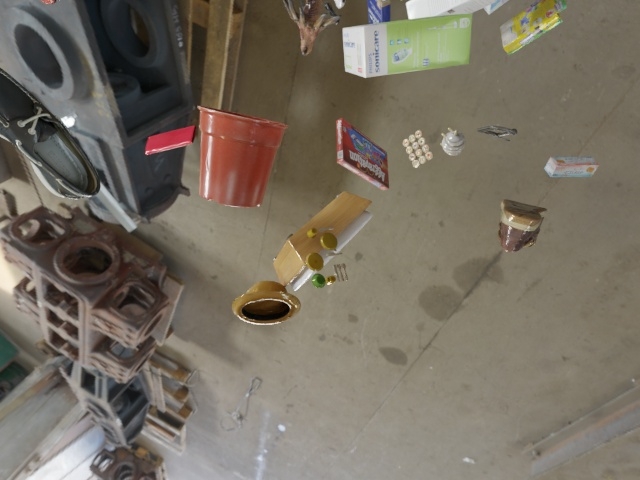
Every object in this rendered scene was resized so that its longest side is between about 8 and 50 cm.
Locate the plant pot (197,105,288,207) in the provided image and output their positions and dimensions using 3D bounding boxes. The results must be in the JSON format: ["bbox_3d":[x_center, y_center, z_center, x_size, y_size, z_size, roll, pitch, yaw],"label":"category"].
[{"bbox_3d":[-0.257,-0.254,1.262,0.273,0.272,0.264,17,107,15],"label":"plant pot"}]

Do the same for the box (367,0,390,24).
[{"bbox_3d":[0.209,-0.783,1.448,0.037,0.136,0.225,-22,153,1],"label":"box"}]

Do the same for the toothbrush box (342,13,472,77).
[{"bbox_3d":[0.222,-0.522,1.085,0.284,0.206,0.122,-10,118,-8],"label":"toothbrush box"}]

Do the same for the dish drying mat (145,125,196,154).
[{"bbox_3d":[-0.215,-0.144,0.584,0.084,0.032,0.008,-7,152,20],"label":"dish drying mat"}]

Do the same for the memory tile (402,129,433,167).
[{"bbox_3d":[0.446,-0.419,1.866,0.113,0.012,0.147,-29,83,44],"label":"memory tile"}]

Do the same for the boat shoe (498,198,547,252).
[{"bbox_3d":[0.559,-0.039,1.149,0.124,0.342,0.123,18,109,22],"label":"boat shoe"}]

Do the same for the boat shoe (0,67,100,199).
[{"bbox_3d":[-0.547,-0.208,0.797,0.091,0.114,0.302,7,144,24],"label":"boat shoe"}]

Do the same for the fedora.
[{"bbox_3d":[-0.154,0.171,1.164,0.195,0.079,0.194,-3,139,-3],"label":"fedora"}]

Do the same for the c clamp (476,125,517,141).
[{"bbox_3d":[0.600,-0.363,1.358,0.137,0.160,0.022,15,99,1],"label":"c clamp"}]

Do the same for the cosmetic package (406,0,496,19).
[{"bbox_3d":[0.389,-0.713,1.216,0.231,0.117,0.085,-8,98,41],"label":"cosmetic package"}]

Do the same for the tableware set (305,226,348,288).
[{"bbox_3d":[0.005,0.040,1.009,0.024,0.104,0.153,-39,63,57],"label":"tableware set"}]

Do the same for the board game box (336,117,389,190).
[{"bbox_3d":[0.144,-0.274,1.333,0.027,0.144,0.281,-11,162,36],"label":"board game box"}]

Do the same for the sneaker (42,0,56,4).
[{"bbox_3d":[-0.463,-0.484,0.607,0.088,0.093,0.225,-21,91,20],"label":"sneaker"}]

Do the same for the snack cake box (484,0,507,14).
[{"bbox_3d":[0.642,-0.915,1.353,0.265,0.089,0.152,-33,81,17],"label":"snack cake box"}]

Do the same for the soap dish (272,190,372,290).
[{"bbox_3d":[0.000,0.000,1.176,0.118,0.291,0.229,45,151,3],"label":"soap dish"}]

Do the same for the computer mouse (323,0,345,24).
[{"bbox_3d":[0.061,-0.882,1.463,0.193,0.042,0.105,132,121,-65],"label":"computer mouse"}]

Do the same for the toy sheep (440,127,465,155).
[{"bbox_3d":[0.487,-0.361,1.487,0.091,0.091,0.132,12,164,19],"label":"toy sheep"}]

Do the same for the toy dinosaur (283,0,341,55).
[{"bbox_3d":[-0.040,-0.473,0.695,0.127,0.200,0.296,12,173,34],"label":"toy dinosaur"}]

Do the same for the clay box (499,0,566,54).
[{"bbox_3d":[0.780,-0.800,1.487,0.053,0.127,0.222,26,147,-35],"label":"clay box"}]

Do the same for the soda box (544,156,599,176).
[{"bbox_3d":[1.007,-0.296,1.631,0.183,0.058,0.062,-1,136,-7],"label":"soda box"}]
